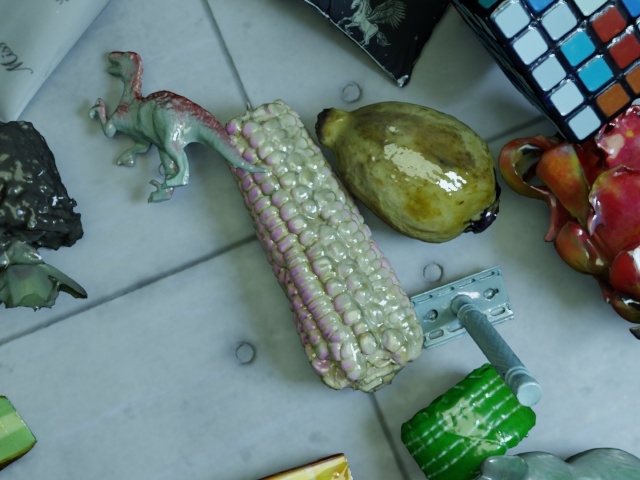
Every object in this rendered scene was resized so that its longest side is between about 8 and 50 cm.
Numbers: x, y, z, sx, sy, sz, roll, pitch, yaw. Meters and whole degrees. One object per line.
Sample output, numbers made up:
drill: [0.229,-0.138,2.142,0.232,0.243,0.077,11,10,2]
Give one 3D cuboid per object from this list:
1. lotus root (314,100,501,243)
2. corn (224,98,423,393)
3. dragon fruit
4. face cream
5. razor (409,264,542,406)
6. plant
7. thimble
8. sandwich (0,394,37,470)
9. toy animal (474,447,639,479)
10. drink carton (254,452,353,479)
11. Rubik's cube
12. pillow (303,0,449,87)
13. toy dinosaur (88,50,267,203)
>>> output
lotus root: [0.091,-0.078,1.240,0.214,0.138,0.138,23,82,-8]
corn: [-0.002,0.001,1.246,0.127,0.126,0.335,-24,78,-3]
dragon fruit: [0.338,-0.038,1.190,0.307,0.243,0.227,10,120,-2]
face cream: [-0.297,-0.272,1.310,0.143,0.089,0.314,44,95,7]
razor: [0.169,0.105,1.176,0.106,0.232,0.068,-20,112,-2]
plant: [-0.324,-0.016,1.237,0.143,0.131,0.203,-20,83,-6]
thimble: [0.154,0.192,1.213,0.130,0.118,0.090,-34,79,-23]
sandwich: [-0.377,0.230,1.262,0.116,0.074,0.074,-39,83,27]
toy animal: [0.229,0.253,1.163,0.251,0.125,0.127,25,46,-28]
drink carton: [-0.067,0.299,1.218,0.223,0.071,0.096,-18,81,-4]
Rubik's cube: [0.244,-0.236,1.150,0.182,0.184,0.187,-39,121,7]
pillow: [0.054,-0.277,1.273,0.208,0.055,0.141,33,82,-33]
toy dinosaur: [-0.151,-0.122,1.253,0.242,0.053,0.167,5,84,36]
